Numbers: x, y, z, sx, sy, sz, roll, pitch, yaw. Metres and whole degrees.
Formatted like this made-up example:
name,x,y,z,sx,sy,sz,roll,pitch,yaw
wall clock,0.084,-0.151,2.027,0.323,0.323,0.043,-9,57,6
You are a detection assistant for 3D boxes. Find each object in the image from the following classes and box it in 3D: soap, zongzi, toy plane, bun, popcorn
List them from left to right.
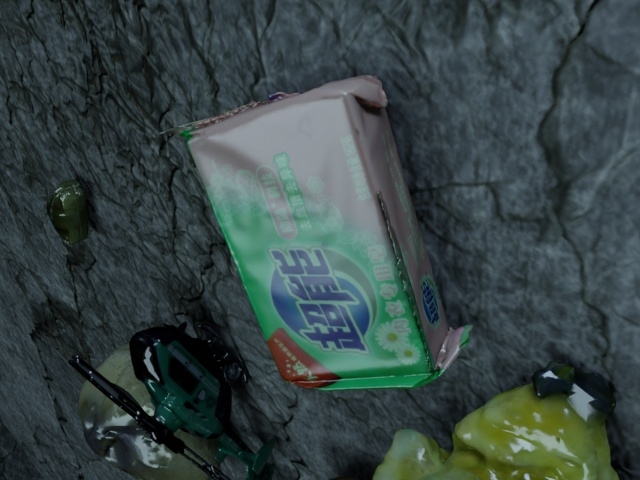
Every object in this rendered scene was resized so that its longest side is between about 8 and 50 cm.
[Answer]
name,x,y,z,sx,sy,sz,roll,pitch,yaw
zongzi,-0.412,-0.068,0.931,0.119,0.055,0.109,43,137,29
bun,-0.288,0.301,0.974,0.272,0.168,0.273,20,128,27
toy plane,-0.174,0.246,0.847,0.106,0.155,0.382,-4,130,43
soap,0.001,-0.001,0.531,0.217,0.098,0.273,-9,110,29
popcorn,0.140,0.293,0.507,0.293,0.293,0.237,37,156,19

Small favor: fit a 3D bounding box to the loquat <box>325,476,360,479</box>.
name,x,y,z,sx,sy,sz,roll,pitch,yaw
loquat,0.053,0.403,0.722,0.227,0.179,0.179,46,138,16
